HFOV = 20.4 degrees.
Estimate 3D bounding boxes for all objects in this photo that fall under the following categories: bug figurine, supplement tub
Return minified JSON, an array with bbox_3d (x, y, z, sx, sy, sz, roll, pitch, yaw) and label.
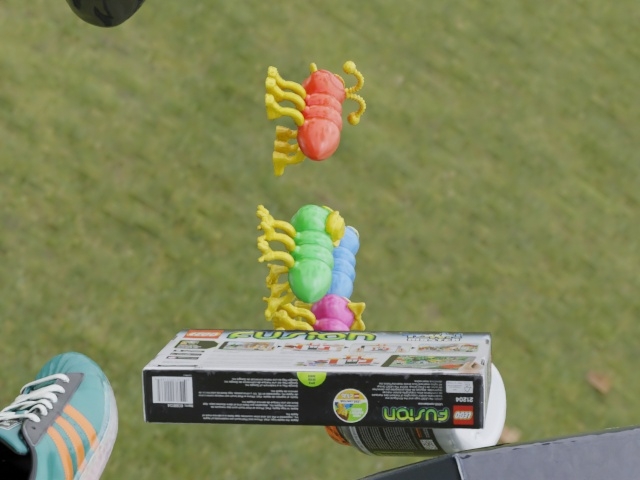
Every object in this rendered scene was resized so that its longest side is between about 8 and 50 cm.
[{"bbox_3d":[0.000,0.000,1.441,0.072,0.279,0.216,1,52,7],"label":"bug figurine"},{"bbox_3d":[0.101,0.184,1.986,0.117,0.190,0.117,7,81,-51],"label":"supplement tub"}]

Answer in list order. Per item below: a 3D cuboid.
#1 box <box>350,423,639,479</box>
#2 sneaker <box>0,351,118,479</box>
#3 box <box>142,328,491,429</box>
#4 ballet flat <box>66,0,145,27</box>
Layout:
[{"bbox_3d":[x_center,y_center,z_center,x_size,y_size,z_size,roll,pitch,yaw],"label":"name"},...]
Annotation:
[{"bbox_3d":[0.110,0.256,1.342,0.294,0.296,0.182,-2,74,-46],"label":"box"},{"bbox_3d":[-0.282,0.200,1.744,0.121,0.108,0.302,59,23,-33],"label":"sneaker"},{"bbox_3d":[0.002,0.085,1.115,0.207,0.036,0.114,0,10,8],"label":"box"},{"bbox_3d":[-0.158,-0.276,1.368,0.095,0.280,0.096,26,32,5],"label":"ballet flat"}]
